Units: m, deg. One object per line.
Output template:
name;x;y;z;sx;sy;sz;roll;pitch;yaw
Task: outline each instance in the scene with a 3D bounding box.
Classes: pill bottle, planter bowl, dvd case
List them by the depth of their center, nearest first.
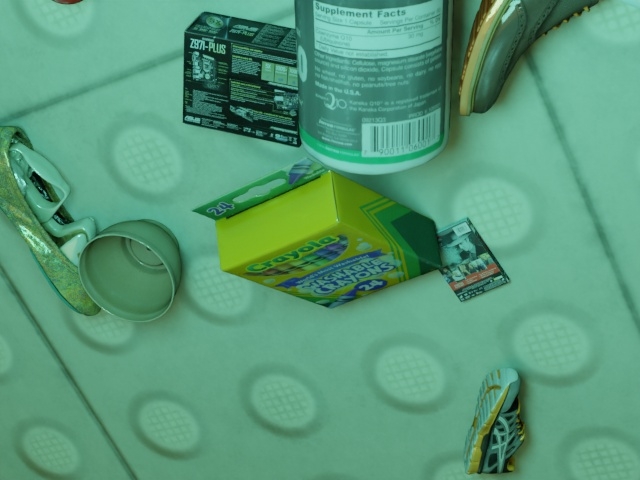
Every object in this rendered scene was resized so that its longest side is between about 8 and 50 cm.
pill bottle;0.068;-0.284;1.583;0.204;0.204;0.361;8;123;15
dvd case;0.213;0.029;1.849;0.087;0.013;0.119;-26;111;31
planter bowl;-0.286;0.032;1.969;0.162;0.109;0.162;9;124;13

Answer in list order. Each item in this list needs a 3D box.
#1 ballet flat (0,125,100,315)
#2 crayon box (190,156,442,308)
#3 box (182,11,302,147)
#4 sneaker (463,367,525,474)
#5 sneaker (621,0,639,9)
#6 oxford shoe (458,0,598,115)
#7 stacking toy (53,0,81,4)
ballet flat;-0.425;-0.033;1.980;0.123;0.123;0.349;-23;110;30
crayon box;0.000;0.000;1.745;0.203;0.083;0.323;-22;153;30
box;-0.098;-0.227;1.756;0.180;0.077;0.147;12;125;12
sneaker;0.284;0.284;1.953;0.083;0.084;0.215;10;128;-2
sneaker;0.505;-0.326;1.462;0.292;0.108;0.169;17;122;3
oxford shoe;0.275;-0.294;1.555;0.132;0.130;0.364;21;127;-3
stacking toy;-0.275;-0.430;1.673;0.141;0.141;0.330;47;131;-13
